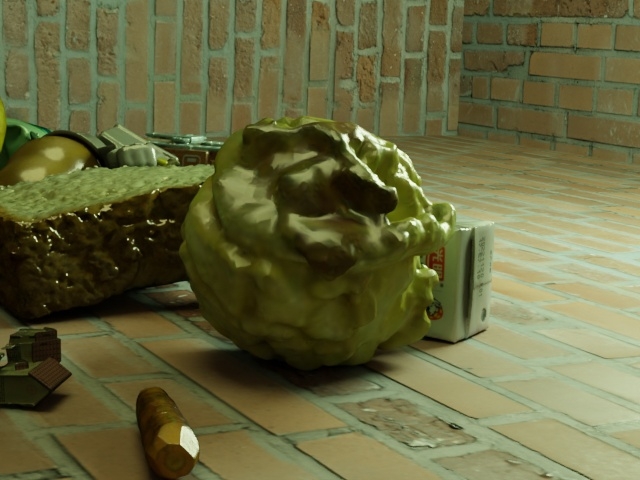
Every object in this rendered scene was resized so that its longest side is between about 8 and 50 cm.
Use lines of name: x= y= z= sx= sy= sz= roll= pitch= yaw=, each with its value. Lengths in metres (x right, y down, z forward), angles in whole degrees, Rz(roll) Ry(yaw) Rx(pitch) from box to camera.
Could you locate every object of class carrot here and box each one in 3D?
carrot: x=-0.122 y=0.146 z=1.000 sx=0.042 sy=0.042 sz=0.170 roll=0 pitch=6 yaw=-13

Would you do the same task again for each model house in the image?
model house: x=-0.251 y=0.111 z=1.127 sx=0.058 sy=0.057 sz=0.083 roll=-1 pitch=7 yaw=8

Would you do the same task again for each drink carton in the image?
drink carton: x=0.041 y=0.026 z=1.486 sx=0.315 sy=0.131 sz=0.106 roll=7 pitch=12 yaw=30

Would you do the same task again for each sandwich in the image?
sandwich: x=-0.257 y=-0.011 z=1.557 sx=0.325 sy=0.131 sz=0.262 roll=-14 pitch=15 yaw=-28

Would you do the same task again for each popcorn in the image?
popcorn: x=-0.001 y=-0.005 z=1.271 sx=0.293 sy=0.237 sz=0.293 roll=-3 pitch=47 yaw=3

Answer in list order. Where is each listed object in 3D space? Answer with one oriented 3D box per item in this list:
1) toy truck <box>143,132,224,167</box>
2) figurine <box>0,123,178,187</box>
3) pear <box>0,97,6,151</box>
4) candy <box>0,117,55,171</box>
toy truck: x=-0.236 y=-0.087 z=2.008 sx=0.305 sy=0.162 sz=0.136 roll=6 pitch=10 yaw=25
figurine: x=-0.365 y=-0.072 z=1.833 sx=0.342 sy=0.167 sz=0.285 roll=-43 pitch=-6 yaw=24
pear: x=-0.622 y=-0.135 z=1.922 sx=0.321 sy=0.269 sz=0.269 roll=-31 pitch=25 yaw=-26
candy: x=-0.607 y=-0.107 z=2.190 sx=0.397 sy=0.172 sz=0.263 roll=-17 pitch=-3 yaw=8
